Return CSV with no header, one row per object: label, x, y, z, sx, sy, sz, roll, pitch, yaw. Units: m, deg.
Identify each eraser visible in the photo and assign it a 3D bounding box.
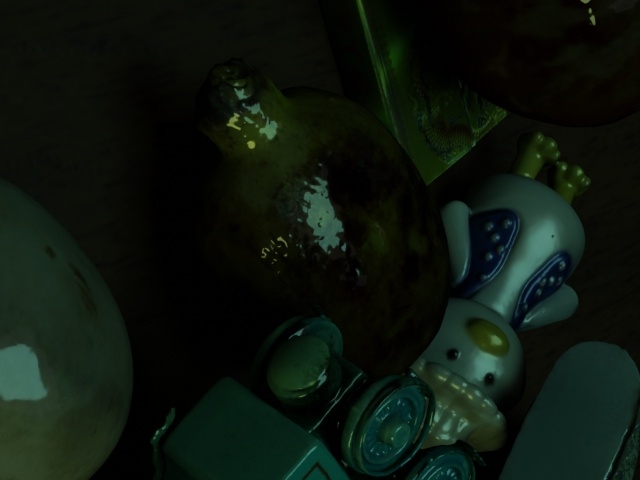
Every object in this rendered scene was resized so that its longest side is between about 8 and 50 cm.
eraser,0.171,0.188,1.491,0.174,0.081,0.227,-60,173,-21

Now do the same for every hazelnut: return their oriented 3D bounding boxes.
hazelnut,0.174,-0.199,1.365,0.218,0.218,0.234,-50,128,-34

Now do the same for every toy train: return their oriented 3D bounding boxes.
toy train,-0.002,0.147,1.193,0.163,0.112,0.203,-48,139,-13

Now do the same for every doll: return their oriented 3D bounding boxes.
doll,0.123,0.048,1.475,0.138,0.119,0.293,40,62,-18

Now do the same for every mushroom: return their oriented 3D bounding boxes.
mushroom,-0.207,0.065,1.045,0.204,0.204,0.204,-9,102,-50

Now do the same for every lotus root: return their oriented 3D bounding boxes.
lotus root,0.000,0.000,1.291,0.169,0.141,0.314,-65,145,-28

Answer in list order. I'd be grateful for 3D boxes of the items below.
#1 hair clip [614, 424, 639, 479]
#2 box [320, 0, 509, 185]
hair clip,0.235,0.229,1.701,0.229,0.036,0.066,-51,138,-33
box,0.123,-0.183,1.500,0.311,0.043,0.173,-40,125,-39
